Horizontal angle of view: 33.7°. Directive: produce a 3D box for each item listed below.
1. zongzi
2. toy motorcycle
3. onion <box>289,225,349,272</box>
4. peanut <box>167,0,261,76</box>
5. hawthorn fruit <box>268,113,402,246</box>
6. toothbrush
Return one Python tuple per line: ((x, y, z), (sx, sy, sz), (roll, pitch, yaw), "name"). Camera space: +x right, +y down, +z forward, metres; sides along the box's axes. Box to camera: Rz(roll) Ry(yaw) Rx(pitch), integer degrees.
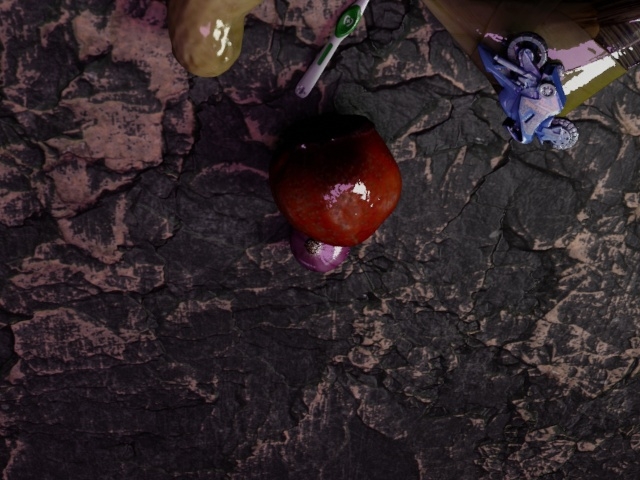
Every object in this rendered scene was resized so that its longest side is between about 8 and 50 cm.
((0.355, -0.354, 1.640), (0.289, 0.154, 0.317), (-38, 123, 19), "zongzi")
((0.317, -0.221, 1.615), (0.114, 0.076, 0.205), (-11, 120, 31), "toy motorcycle")
((0.000, 0.000, 1.932), (0.115, 0.104, 0.115), (6, 105, 25), "onion")
((-0.141, -0.376, 1.533), (0.147, 0.148, 0.319), (6, 127, -16), "peanut")
((0.031, -0.090, 1.789), (0.215, 0.215, 0.250), (-28, 135, 14), "hawthorn fruit")
((0.042, -0.342, 1.674), (0.030, 0.030, 0.304), (19, 128, -25), "toothbrush")
